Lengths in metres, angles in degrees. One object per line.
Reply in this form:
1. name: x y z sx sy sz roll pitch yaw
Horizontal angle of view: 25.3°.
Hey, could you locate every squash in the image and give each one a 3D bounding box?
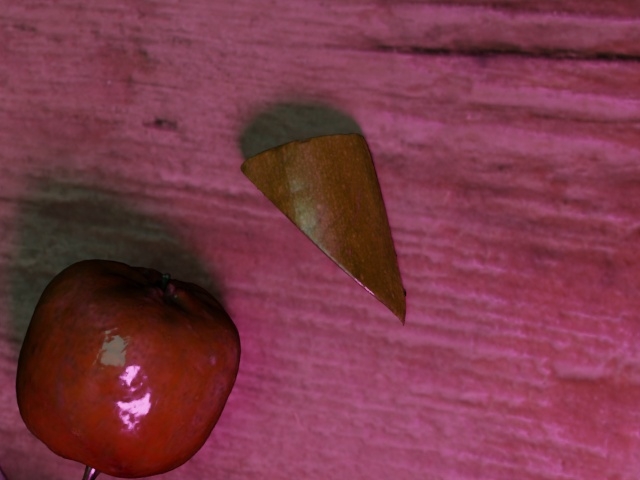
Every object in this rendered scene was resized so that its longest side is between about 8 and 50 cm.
1. squash: 0.000 0.000 1.798 0.169 0.093 0.252 -15 78 12

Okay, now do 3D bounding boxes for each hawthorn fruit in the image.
1. hawthorn fruit: -0.251 0.178 1.769 0.267 0.268 0.301 26 92 18

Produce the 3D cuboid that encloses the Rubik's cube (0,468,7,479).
1. Rubik's cube: -0.493 0.417 1.827 0.205 0.207 0.205 -37 73 8
